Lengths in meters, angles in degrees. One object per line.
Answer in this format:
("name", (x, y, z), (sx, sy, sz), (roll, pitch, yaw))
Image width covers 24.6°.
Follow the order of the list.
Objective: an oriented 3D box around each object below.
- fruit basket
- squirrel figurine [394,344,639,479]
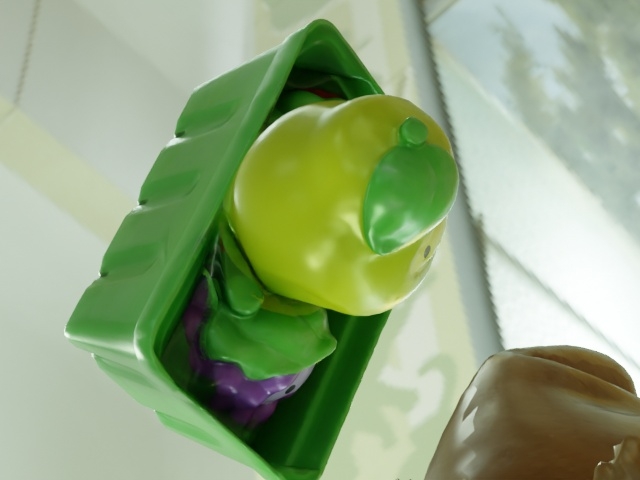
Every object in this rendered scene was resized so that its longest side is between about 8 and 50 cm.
("fruit basket", (0.000, 0.000, 1.242), (0.283, 0.392, 0.392), (49, -162, -38))
("squirrel figurine", (0.199, 0.176, 0.517), (0.397, 0.370, 0.281), (27, -109, -60))
